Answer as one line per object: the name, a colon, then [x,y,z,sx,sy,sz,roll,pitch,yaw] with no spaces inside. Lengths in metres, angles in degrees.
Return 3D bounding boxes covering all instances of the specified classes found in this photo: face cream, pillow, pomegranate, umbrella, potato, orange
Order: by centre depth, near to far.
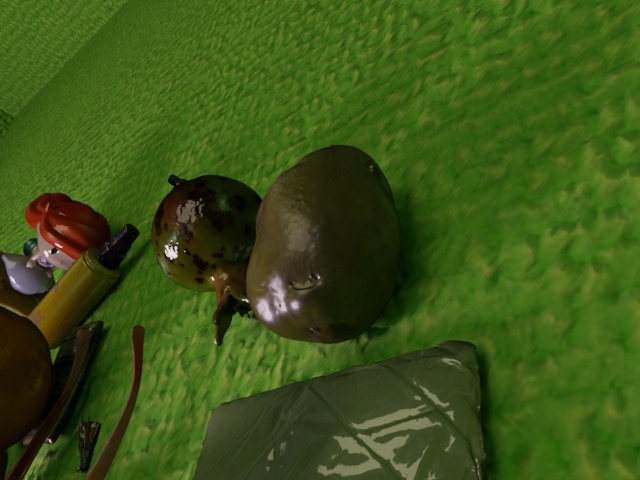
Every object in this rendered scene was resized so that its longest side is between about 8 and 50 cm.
pillow: [0.003,0.227,0.464,0.274,0.076,0.281,-21,42,25]
potato: [0.004,0.002,0.617,0.154,0.137,0.200,116,162,-49]
pomegranate: [-0.131,0.014,0.757,0.156,0.156,0.220,-37,42,24]
umbrella: [-0.325,0.282,0.870,0.031,0.020,0.083,-7,43,-2]
orange: [-0.515,0.206,0.906,0.240,0.240,0.240,-31,40,30]
pillow: [-0.418,0.229,1.011,0.113,0.038,0.203,-19,47,40]
face cream: [-0.416,0.076,1.107,0.273,0.078,0.078,-46,34,12]

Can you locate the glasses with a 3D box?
glasses: [-0.308,0.251,0.822,0.234,0.118,0.268,-12,42,47]

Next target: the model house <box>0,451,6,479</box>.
model house: [-0.668,0.377,1.022,0.219,0.229,0.199,-42,41,16]

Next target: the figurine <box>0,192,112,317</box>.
figurine: [-0.527,0.007,1.228,0.257,0.181,0.208,-34,9,16]
